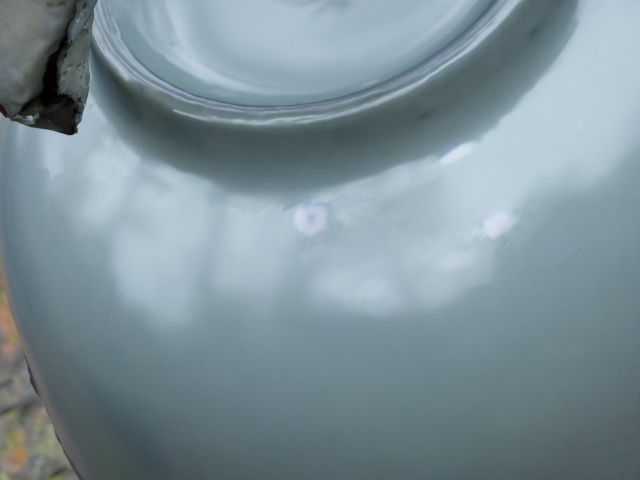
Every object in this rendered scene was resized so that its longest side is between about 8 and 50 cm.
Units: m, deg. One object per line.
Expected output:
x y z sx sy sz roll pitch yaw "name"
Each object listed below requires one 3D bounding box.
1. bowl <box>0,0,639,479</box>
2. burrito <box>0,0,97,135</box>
0.023 -0.052 0.736 0.354 0.185 0.354 -10 51 12 "bowl"
-0.081 -0.121 0.570 0.058 0.229 0.063 37 45 19 "burrito"
